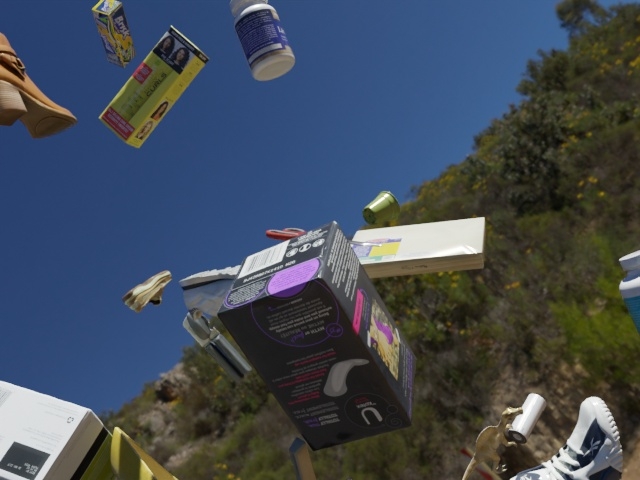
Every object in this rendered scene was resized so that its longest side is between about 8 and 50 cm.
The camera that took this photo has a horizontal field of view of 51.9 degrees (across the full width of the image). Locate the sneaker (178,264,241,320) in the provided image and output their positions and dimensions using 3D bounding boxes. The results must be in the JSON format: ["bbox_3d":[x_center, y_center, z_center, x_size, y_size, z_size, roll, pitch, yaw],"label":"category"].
[{"bbox_3d":[-0.175,0.103,1.328,0.234,0.095,0.090,-10,4,28],"label":"sneaker"}]

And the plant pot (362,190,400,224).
[{"bbox_3d":[0.156,-0.078,1.758,0.079,0.083,0.083,-29,-27,-34],"label":"plant pot"}]

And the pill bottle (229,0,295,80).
[{"bbox_3d":[-0.197,-0.677,2.166,0.153,0.265,0.153,-21,-6,-2],"label":"pill bottle"}]

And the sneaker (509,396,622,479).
[{"bbox_3d":[0.361,0.353,0.997,0.094,0.152,0.235,-80,-11,-75],"label":"sneaker"}]

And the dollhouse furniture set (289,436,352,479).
[{"bbox_3d":[0.014,0.335,0.947,0.081,0.115,0.091,-18,6,-27],"label":"dollhouse furniture set"}]

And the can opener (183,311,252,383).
[{"bbox_3d":[-0.337,0.342,2.105,0.074,0.280,0.093,-42,4,9],"label":"can opener"}]

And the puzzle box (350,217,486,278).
[{"bbox_3d":[0.278,0.023,1.940,0.272,0.408,0.052,-57,-43,-62],"label":"puzzle box"}]

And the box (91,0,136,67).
[{"bbox_3d":[-0.527,-0.531,1.685,0.169,0.054,0.059,93,-158,-57],"label":"box"}]

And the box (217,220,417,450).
[{"bbox_3d":[0.006,0.138,0.925,0.165,0.271,0.143,-20,25,22],"label":"box"}]

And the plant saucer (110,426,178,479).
[{"bbox_3d":[-0.368,0.638,1.590,0.081,0.332,0.333,-45,-54,-17],"label":"plant saucer"}]

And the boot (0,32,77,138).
[{"bbox_3d":[-0.690,-0.355,1.500,0.109,0.220,0.283,-30,-8,18],"label":"boot"}]

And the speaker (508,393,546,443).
[{"bbox_3d":[0.569,0.487,1.806,0.136,0.055,0.055,-46,-18,-32],"label":"speaker"}]

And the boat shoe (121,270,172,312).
[{"bbox_3d":[-0.453,0.144,1.769,0.068,0.072,0.190,-40,1,31],"label":"boat shoe"}]

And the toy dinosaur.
[{"bbox_3d":[0.295,0.370,1.162,0.183,0.053,0.093,-50,-52,-13],"label":"toy dinosaur"}]

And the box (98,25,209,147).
[{"bbox_3d":[-0.329,-0.301,1.300,0.232,0.087,0.058,-49,-12,6],"label":"box"}]

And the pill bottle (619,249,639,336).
[{"bbox_3d":[0.762,0.147,1.457,0.146,0.264,0.146,-23,-6,-2],"label":"pill bottle"}]

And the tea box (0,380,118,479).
[{"bbox_3d":[-0.707,0.558,1.674,0.324,0.328,0.220,78,-150,-45],"label":"tea box"}]

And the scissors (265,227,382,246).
[{"bbox_3d":[0.000,0.000,1.600,0.109,0.297,0.021,-8,-75,-53],"label":"scissors"}]
